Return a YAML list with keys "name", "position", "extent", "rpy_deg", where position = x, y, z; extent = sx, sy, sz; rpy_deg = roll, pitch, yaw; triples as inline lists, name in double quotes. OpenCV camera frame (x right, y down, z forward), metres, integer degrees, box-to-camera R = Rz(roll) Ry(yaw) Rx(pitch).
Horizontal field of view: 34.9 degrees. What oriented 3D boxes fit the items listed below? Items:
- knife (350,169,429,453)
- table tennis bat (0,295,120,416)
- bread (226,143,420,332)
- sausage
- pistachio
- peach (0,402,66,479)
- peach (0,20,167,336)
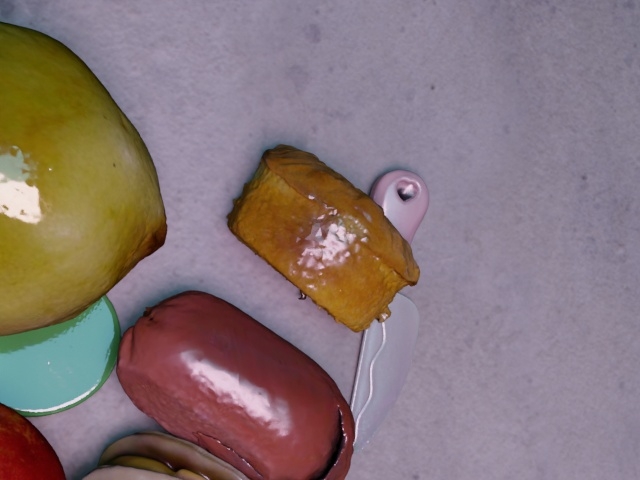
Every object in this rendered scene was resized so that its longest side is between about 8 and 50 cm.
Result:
- name: "knife"
  position: [0.079, 0.084, 1.199]
  extent: [0.081, 0.043, 0.336]
  rpy_deg: [9, 87, -17]
- name: "table tennis bat"
  position: [-0.337, 0.124, 1.074]
  extent: [0.257, 0.039, 0.160]
  rpy_deg: [-26, 87, -21]
- name: "bread"
  position: [0.000, 0.000, 1.114]
  extent: [0.229, 0.139, 0.143]
  rpy_deg: [38, 93, 2]
- name: "sausage"
  position: [-0.083, 0.165, 1.077]
  extent: [0.280, 0.152, 0.152]
  rpy_deg: [37, 75, -6]
- name: "pistachio"
  position: [-0.124, 0.322, 1.030]
  extent: [0.197, 0.166, 0.288]
  rpy_deg: [-40, 100, 21]
- name: "peach"
  position: [-0.350, 0.259, 0.962]
  extent: [0.199, 0.243, 0.243]
  rpy_deg: [23, 74, -52]
- name: "peach"
  position: [-0.317, -0.061, 0.970]
  extent: [0.314, 0.281, 0.315]
  rpy_deg: [-42, 95, -19]
